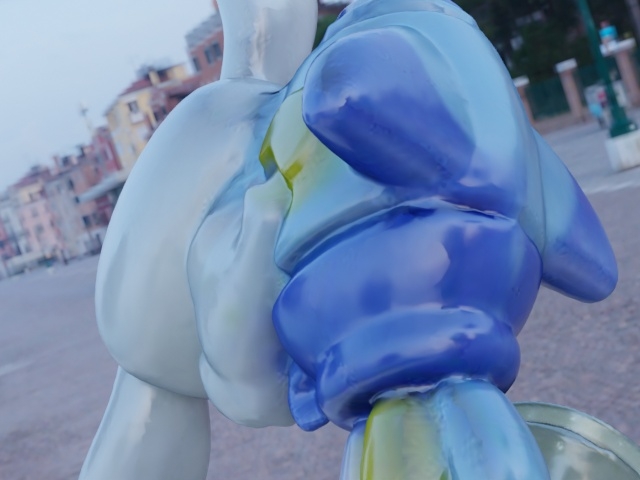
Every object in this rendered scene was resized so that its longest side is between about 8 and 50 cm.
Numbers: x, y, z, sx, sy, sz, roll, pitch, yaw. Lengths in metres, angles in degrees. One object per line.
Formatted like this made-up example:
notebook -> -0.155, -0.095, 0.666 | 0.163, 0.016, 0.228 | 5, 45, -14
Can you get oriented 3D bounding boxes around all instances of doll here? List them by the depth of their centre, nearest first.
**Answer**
doll -> 0.007, -0.001, 0.578 | 0.187, 0.375, 0.366 | -5, 6, -36

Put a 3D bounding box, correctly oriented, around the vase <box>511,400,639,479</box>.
vase -> 0.075, 0.236, 0.549 | 0.173, 0.173, 0.321 | -16, 32, 41
